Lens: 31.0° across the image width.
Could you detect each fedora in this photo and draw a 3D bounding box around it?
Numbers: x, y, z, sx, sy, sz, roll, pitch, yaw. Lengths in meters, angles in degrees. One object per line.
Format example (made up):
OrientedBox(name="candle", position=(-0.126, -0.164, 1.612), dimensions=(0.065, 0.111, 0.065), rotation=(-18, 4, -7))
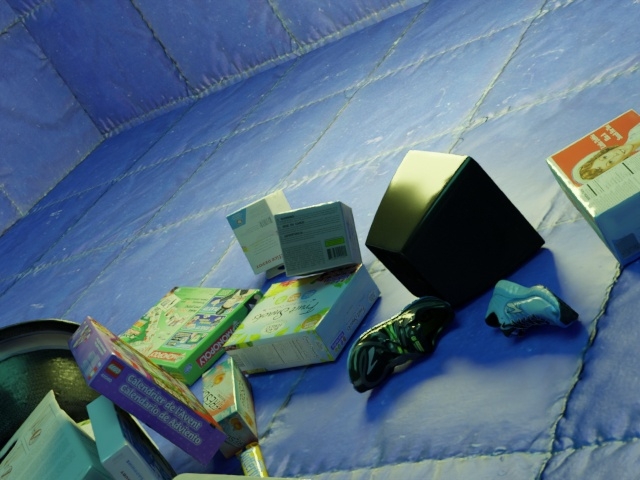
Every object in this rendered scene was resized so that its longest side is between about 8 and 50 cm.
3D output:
OrientedBox(name="fedora", position=(-0.497, 0.288, 1.976), dimensions=(0.334, 0.334, 0.152), rotation=(-33, 47, 2))

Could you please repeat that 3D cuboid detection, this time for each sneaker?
OrientedBox(name="sneaker", position=(0.112, 0.141, 1.618), dimensions=(0.188, 0.067, 0.078), rotation=(-37, 14, -19))
OrientedBox(name="sneaker", position=(0.273, 0.101, 1.509), dimensions=(0.073, 0.063, 0.162), rotation=(-57, 21, -12))

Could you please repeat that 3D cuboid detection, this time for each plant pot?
OrientedBox(name="plant pot", position=(0.180, -0.008, 1.716), dimensions=(0.167, 0.187, 0.188), rotation=(-48, 23, -11))

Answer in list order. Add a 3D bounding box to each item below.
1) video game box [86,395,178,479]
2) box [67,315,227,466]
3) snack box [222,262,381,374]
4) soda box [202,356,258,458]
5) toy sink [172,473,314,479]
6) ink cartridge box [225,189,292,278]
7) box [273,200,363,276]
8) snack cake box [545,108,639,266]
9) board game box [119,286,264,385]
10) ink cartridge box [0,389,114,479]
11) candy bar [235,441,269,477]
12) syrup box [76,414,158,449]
OrientedBox(name="video game box", position=(-0.239, 0.316, 1.572), dimensions=(0.048, 0.187, 0.205), rotation=(-34, 20, -6))
OrientedBox(name="box", position=(-0.256, 0.210, 1.664), dimensions=(0.057, 0.201, 0.293), rotation=(-53, 18, -5))
OrientedBox(name="snack box", position=(-0.030, 0.128, 1.856), dimensions=(0.207, 0.070, 0.174), rotation=(-16, 26, 42))
OrientedBox(name="soda box", position=(-0.139, 0.251, 1.748), dimensions=(0.058, 0.063, 0.183), rotation=(-32, 20, 5))
OrientedBox(name="toy sink", position=(-0.096, 0.369, 1.320), dimensions=(0.234, 0.131, 0.153), rotation=(-8, 31, 40))
OrientedBox(name="ink cartridge box", position=(-0.095, -0.008, 2.183), dimensions=(0.092, 0.143, 0.090), rotation=(-24, 5, 23))
OrientedBox(name="box", position=(0.000, 0.000, 1.915), dimensions=(0.114, 0.103, 0.203), rotation=(-12, -3, 7))
OrientedBox(name="snack cake box", position=(0.430, -0.081, 1.621), dimensions=(0.152, 0.089, 0.264), rotation=(-32, 20, 9))
OrientedBox(name="board game box", position=(-0.256, 0.170, 2.135), dimensions=(0.213, 0.046, 0.317), rotation=(-45, 23, -27))
OrientedBox(name="ink cartridge box", position=(-0.435, 0.410, 1.702), dimensions=(0.308, 0.091, 0.385), rotation=(-52, 22, -6))
OrientedBox(name="candy bar", position=(-0.089, 0.322, 1.579), dimensions=(0.040, 0.018, 0.161), rotation=(-33, 21, 0))
OrientedBox(name="syrup box", position=(-0.383, 0.355, 1.833), dimensions=(0.237, 0.093, 0.096), rotation=(-22, 22, 28))
